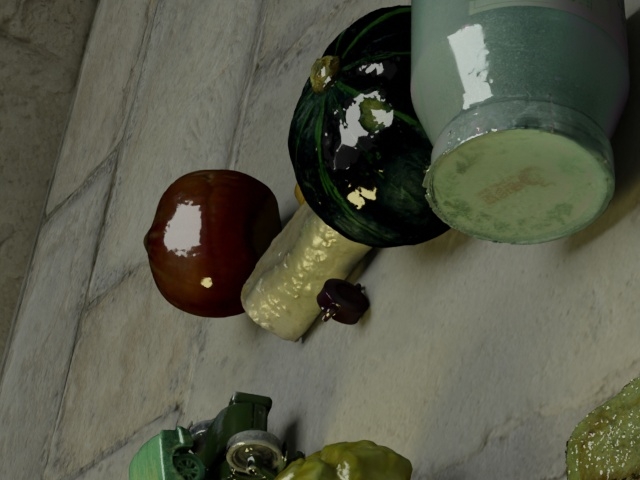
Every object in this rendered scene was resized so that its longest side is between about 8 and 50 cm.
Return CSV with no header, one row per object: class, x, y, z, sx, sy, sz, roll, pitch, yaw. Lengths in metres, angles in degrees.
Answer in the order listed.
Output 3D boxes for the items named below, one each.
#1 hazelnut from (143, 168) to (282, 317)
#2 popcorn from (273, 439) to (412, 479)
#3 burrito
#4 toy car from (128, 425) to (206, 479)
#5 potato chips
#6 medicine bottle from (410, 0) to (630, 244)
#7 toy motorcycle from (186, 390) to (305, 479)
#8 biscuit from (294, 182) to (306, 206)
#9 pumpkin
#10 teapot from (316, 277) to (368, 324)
hazelnut,-0.163,0.009,2.390,0.229,0.229,0.229,-47,30,38
popcorn,0.021,0.354,1.677,0.258,0.224,0.270,-46,24,26
burrito,0.000,-0.002,2.187,0.299,0.105,0.143,-54,31,30
toy car,-0.198,0.407,2.013,0.141,0.097,0.321,-47,46,50
potato chips,0.302,0.179,1.474,0.209,0.026,0.142,-56,22,19
medicine bottle,0.215,-0.165,1.703,0.245,0.245,0.290,-41,34,46
toy motorcycle,-0.106,0.301,2.133,0.275,0.127,0.205,126,156,-42
biscuit,0.022,-0.094,2.317,0.174,0.039,0.183,-54,26,23
pumpkin,0.083,-0.152,1.969,0.315,0.238,0.315,-41,35,37
teapot,0.028,0.085,2.103,0.045,0.068,0.100,-56,-10,29
